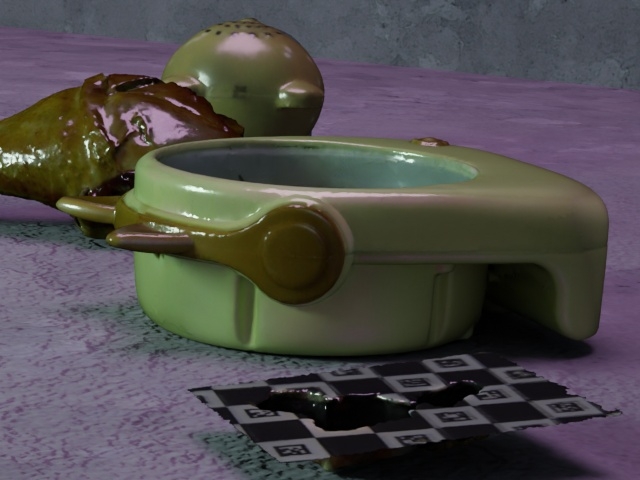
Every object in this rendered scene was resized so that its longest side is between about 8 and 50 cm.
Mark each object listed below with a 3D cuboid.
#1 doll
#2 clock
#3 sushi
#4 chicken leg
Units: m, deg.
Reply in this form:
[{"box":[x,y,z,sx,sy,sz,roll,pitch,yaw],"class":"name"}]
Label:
[{"box":[-0.083,-0.162,2.052,0.177,0.162,0.261,5,8,0],"class":"doll"},{"box":[0.000,0.000,1.308,0.348,0.117,0.286,-2,12,-22],"class":"clock"},{"box":[0.044,0.101,1.005,0.201,0.031,0.139,-5,13,-23],"class":"sushi"},{"box":[-0.223,-0.081,1.623,0.361,0.140,0.211,9,20,13],"class":"chicken leg"}]
